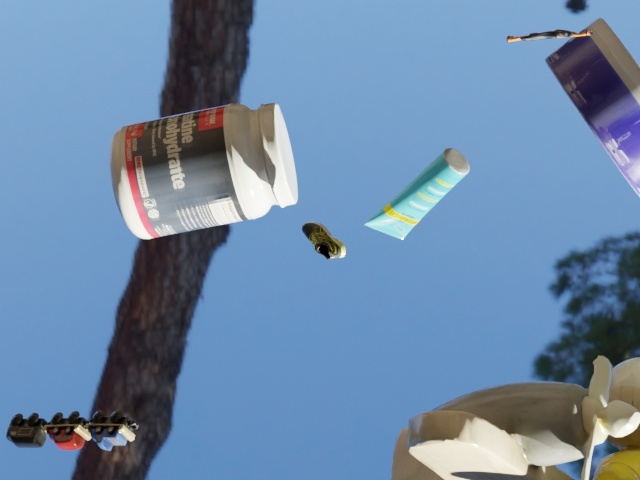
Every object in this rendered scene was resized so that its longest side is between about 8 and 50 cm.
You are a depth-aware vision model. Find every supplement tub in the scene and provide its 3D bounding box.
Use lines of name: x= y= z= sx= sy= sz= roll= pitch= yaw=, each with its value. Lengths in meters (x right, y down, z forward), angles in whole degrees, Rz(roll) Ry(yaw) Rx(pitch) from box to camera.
supplement tub: x=-0.187 y=-0.116 z=1.927 sx=0.272 sy=0.191 sz=0.191 roll=-11 pitch=-139 yaw=6

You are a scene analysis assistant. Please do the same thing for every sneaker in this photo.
sneaker: x=0.000 y=0.000 z=1.801 sx=0.083 sy=0.031 sz=0.035 roll=35 pitch=-143 yaw=28

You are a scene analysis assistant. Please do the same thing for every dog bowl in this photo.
dog bowl: x=0.449 y=-0.194 z=1.772 sx=0.104 sy=0.265 sz=0.265 roll=-35 pitch=-139 yaw=15

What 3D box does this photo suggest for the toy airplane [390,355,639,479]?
toy airplane: x=0.219 y=0.220 z=1.000 sx=0.384 sy=0.386 sz=0.272 roll=25 pitch=-100 yaw=-4

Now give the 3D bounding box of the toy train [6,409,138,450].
toy train: x=-0.248 y=0.190 z=1.179 sx=0.158 sy=0.027 sz=0.036 roll=-6 pitch=-131 yaw=28

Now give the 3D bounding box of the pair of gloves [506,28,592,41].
pair of gloves: x=0.255 y=-0.229 z=1.326 sx=0.074 sy=0.010 sz=0.083 roll=1 pitch=-170 yaw=35

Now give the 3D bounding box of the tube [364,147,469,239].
tube: x=0.163 y=-0.072 z=1.969 sx=0.080 sy=0.207 sz=0.052 roll=25 pitch=-136 yaw=-22
